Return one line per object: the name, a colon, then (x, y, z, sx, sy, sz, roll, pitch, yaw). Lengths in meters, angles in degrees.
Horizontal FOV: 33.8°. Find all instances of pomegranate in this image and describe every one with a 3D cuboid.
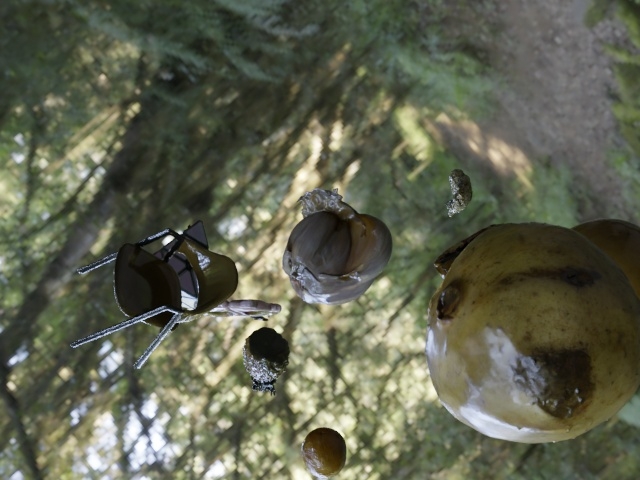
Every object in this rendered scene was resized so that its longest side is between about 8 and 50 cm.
pomegranate: (0.260, 0.120, 1.296, 0.281, 0.281, 0.281, 49, -177, -4)

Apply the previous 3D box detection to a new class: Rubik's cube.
Rubik's cube: (-0.276, 0.096, 2.132, 0.178, 0.211, 0.190, 39, -167, 9)

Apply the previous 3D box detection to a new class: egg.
egg: (0.586, 0.090, 2.271, 0.250, 0.322, 0.250, 62, 178, 3)

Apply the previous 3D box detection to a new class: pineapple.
pineapple: (-0.119, 0.269, 2.270, 0.108, 0.108, 0.198, 51, 156, 26)

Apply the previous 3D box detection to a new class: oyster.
oyster: (0.276, -0.102, 2.178, 0.038, 0.080, 0.083, 6, -132, -57)

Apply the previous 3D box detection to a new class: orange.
orange: (0.007, 0.345, 1.711, 0.085, 0.085, 0.085, 49, -177, -4)

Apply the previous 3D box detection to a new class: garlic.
garlic: (0.000, 0.000, 1.799, 0.207, 0.207, 0.256, 51, -166, 27)

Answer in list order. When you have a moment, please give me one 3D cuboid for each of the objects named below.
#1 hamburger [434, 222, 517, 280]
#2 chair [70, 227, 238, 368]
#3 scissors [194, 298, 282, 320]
hamburger: (0.322, 0.054, 1.901, 0.231, 0.231, 0.107, -121, 12, -71)
chair: (-0.283, 0.087, 1.787, 0.172, 0.247, 0.159, 26, -137, -35)
scissors: (-0.136, 0.134, 1.943, 0.317, 0.160, 0.024, 45, -136, -76)
